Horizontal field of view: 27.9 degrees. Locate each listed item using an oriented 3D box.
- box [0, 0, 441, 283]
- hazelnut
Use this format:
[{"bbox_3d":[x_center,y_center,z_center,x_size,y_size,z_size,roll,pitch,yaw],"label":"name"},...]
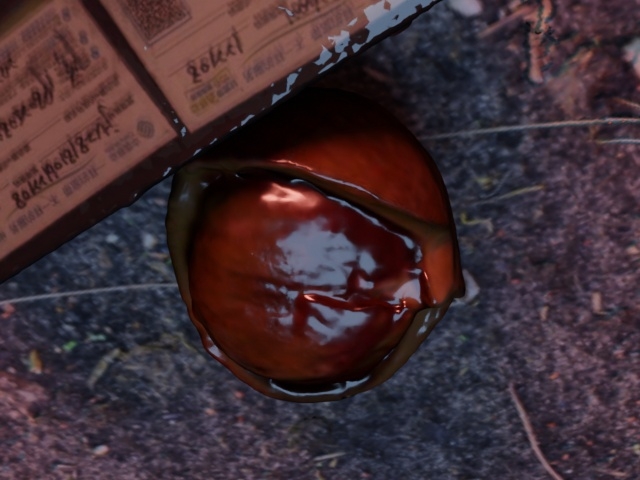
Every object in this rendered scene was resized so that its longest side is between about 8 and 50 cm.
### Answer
[{"bbox_3d":[-0.113,-0.129,0.628,0.350,0.058,0.211,-29,103,22],"label":"box"},{"bbox_3d":[-0.008,0.000,0.742,0.170,0.160,0.202,-13,152,7],"label":"hazelnut"}]
